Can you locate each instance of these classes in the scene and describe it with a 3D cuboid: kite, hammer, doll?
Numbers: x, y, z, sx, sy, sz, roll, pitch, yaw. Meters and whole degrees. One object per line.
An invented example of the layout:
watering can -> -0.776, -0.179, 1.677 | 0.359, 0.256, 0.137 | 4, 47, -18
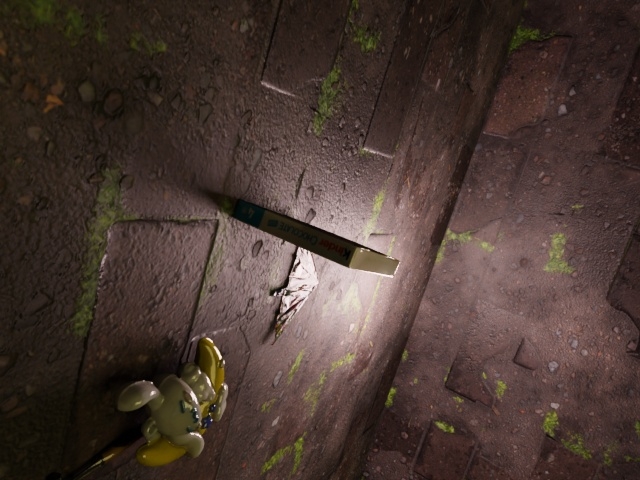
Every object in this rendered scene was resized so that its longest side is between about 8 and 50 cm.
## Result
kite -> -0.052, 0.118, 1.289 | 0.233, 0.016, 0.322 | -1, 110, -62
hammer -> -0.380, 0.386, 0.868 | 0.201, 0.021, 0.078 | -28, 130, -53
doll -> -0.263, 0.310, 0.927 | 0.237, 0.110, 0.252 | -38, 138, -47

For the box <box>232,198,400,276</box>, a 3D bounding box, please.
box -> 0.000, 0.000, 1.009 | 0.265, 0.273, 0.048 | 16, 97, -65
